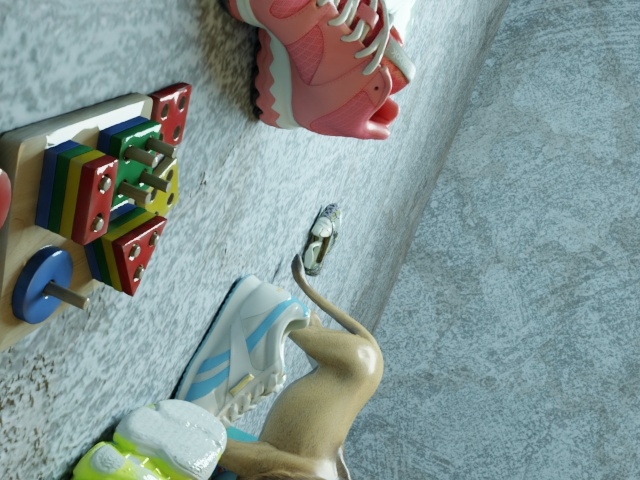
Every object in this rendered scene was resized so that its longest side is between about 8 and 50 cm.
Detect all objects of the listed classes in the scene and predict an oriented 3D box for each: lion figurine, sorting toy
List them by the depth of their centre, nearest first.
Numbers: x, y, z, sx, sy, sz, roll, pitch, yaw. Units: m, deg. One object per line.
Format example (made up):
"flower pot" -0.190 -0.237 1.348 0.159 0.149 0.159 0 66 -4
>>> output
"sorting toy" -0.132 -0.012 0.485 0.274 0.046 0.132 -46 156 -63
"lion figurine" -0.013 0.214 0.962 0.142 0.240 0.392 76 36 -63

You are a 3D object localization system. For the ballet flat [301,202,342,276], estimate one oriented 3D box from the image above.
"ballet flat" 0.000 0.000 1.164 0.041 0.041 0.114 -21 132 -75

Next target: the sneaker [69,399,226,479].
"sneaker" -0.174 0.227 0.688 0.126 0.091 0.240 -59 165 21

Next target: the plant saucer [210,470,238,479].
"plant saucer" -0.059 0.456 1.077 0.043 0.317 0.318 -32 146 -43

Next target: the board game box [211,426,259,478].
"board game box" -0.052 0.343 1.119 0.160 0.210 0.047 97 18 -55

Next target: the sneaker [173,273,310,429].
"sneaker" -0.091 0.151 0.873 0.087 0.092 0.229 84 31 -71

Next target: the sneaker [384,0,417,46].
"sneaker" 0.087 -0.294 0.854 0.256 0.094 0.151 -49 154 -32

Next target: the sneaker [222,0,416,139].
"sneaker" 0.016 -0.177 0.638 0.314 0.136 0.116 78 34 -70
